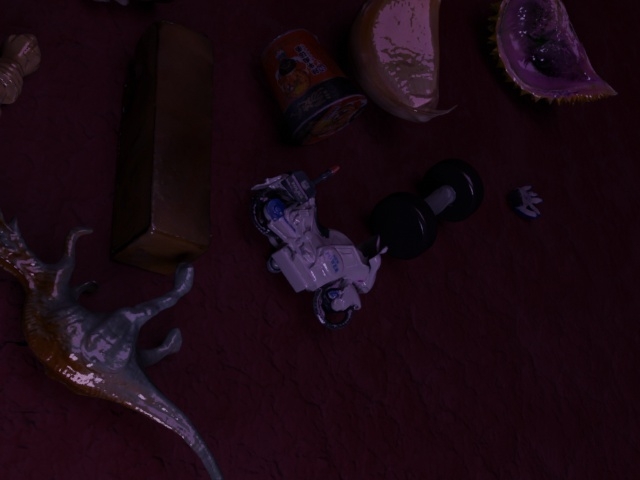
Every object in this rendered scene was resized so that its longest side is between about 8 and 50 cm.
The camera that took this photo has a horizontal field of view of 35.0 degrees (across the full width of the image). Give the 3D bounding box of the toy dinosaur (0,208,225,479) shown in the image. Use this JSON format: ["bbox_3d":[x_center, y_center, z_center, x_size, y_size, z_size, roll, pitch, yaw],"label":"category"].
[{"bbox_3d":[-0.208,0.123,1.104,0.205,0.092,0.393,-23,86,-47],"label":"toy dinosaur"}]

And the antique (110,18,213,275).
[{"bbox_3d":[-0.190,-0.120,1.245,0.087,0.093,0.310,18,57,-36],"label":"antique"}]

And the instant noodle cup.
[{"bbox_3d":[-0.018,-0.224,1.452,0.127,0.127,0.136,-17,73,-46],"label":"instant noodle cup"}]

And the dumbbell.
[{"bbox_3d":[0.164,-0.050,1.535,0.191,0.100,0.100,-32,92,-47],"label":"dumbbell"}]

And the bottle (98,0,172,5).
[{"bbox_3d":[-0.259,-0.357,1.314,0.152,0.099,0.099,-4,72,-37],"label":"bottle"}]

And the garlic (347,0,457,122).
[{"bbox_3d":[0.127,-0.289,1.584,0.145,0.164,0.245,21,60,-55],"label":"garlic"}]

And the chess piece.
[{"bbox_3d":[-0.361,-0.176,1.146,0.060,0.060,0.172,39,45,-22],"label":"chess piece"}]

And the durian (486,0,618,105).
[{"bbox_3d":[0.399,-0.355,1.901,0.186,0.154,0.261,-15,85,-23],"label":"durian"}]

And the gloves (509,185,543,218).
[{"bbox_3d":[0.364,-0.066,1.787,0.086,0.026,0.064,-8,76,-50],"label":"gloves"}]

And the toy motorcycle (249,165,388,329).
[{"bbox_3d":[0.000,0.000,1.360,0.150,0.102,0.221,-38,97,-34],"label":"toy motorcycle"}]
